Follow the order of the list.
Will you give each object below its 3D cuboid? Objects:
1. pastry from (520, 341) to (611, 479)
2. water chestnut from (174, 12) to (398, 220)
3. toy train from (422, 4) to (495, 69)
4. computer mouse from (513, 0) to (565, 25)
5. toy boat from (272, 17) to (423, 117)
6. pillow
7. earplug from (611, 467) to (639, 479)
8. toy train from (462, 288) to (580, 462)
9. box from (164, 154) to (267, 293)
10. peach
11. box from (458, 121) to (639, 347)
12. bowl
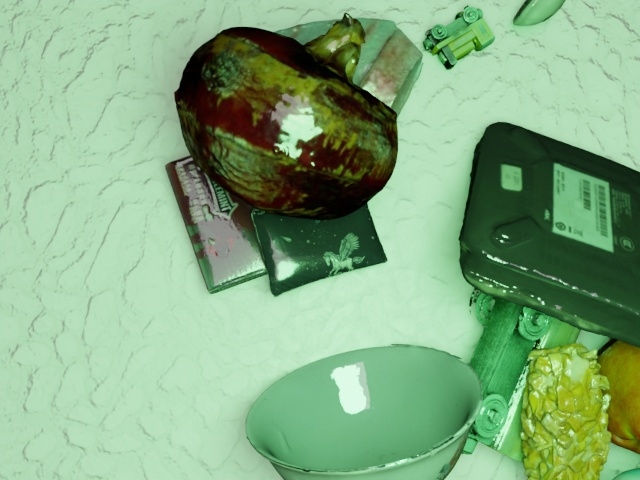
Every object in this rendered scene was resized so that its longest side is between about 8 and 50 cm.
[{"bbox_3d":[0.368,0.257,1.078,0.154,0.102,0.250,-8,108,-25],"label":"pastry"},{"bbox_3d":[-0.036,-0.192,1.058,0.350,0.350,0.302,28,100,1],"label":"water chestnut"},{"bbox_3d":[0.238,-0.351,1.259,0.122,0.050,0.081,-33,93,-8],"label":"toy train"},{"bbox_3d":[0.402,-0.435,1.258,0.056,0.089,0.182,35,80,-8],"label":"computer mouse"},{"bbox_3d":[0.020,-0.303,1.234,0.282,0.096,0.206,24,85,13],"label":"toy boat"},{"bbox_3d":[0.000,0.000,1.177,0.208,0.055,0.142,-13,81,-22],"label":"pillow"},{"bbox_3d":[0.569,0.424,1.077,0.323,0.185,0.185,17,82,-10],"label":"earplug"},{"bbox_3d":[0.300,0.202,1.163,0.189,0.126,0.308,31,81,-37],"label":"toy train"},{"bbox_3d":[-0.164,-0.036,1.190,0.120,0.069,0.224,-18,82,-5],"label":"box"},{"bbox_3d":[0.538,0.224,1.123,0.243,0.199,0.244,-19,50,25],"label":"peach"},{"bbox_3d":[0.392,-0.023,1.126,0.350,0.091,0.359,21,46,-1],"label":"box"},{"bbox_3d":[0.072,0.296,1.058,0.345,0.345,0.157,-12,106,-4],"label":"bowl"}]
